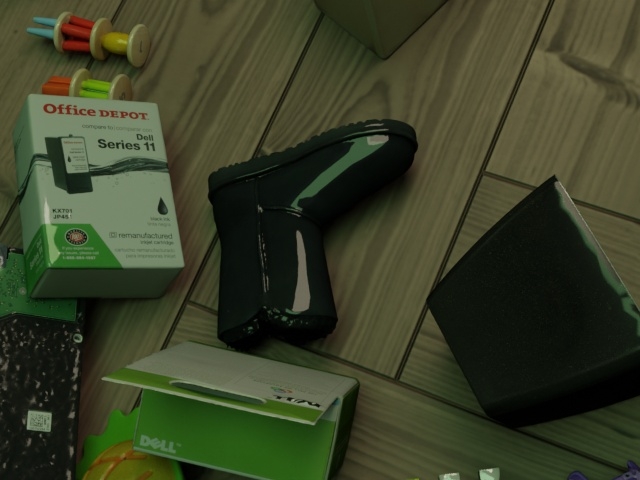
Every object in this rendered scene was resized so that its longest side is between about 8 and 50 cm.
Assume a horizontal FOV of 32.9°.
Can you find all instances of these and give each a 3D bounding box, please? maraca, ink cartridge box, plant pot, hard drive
[{"bbox_3d":[-0.193,0.248,1.082,0.127,0.099,0.185,-42,45,6],"label":"maraca"},{"bbox_3d":[-0.079,0.166,0.984,0.189,0.255,0.097,11,93,9],"label":"ink cartridge box"},{"bbox_3d":[0.212,0.079,1.029,0.167,0.188,0.187,-31,67,12],"label":"plant pot"},{"bbox_3d":[-0.243,-0.048,1.171,0.153,0.087,0.208,0,64,-29],"label":"ink cartridge box"},{"bbox_3d":[-0.361,0.160,1.079,0.237,0.064,0.339,11,59,-26],"label":"hard drive"}]

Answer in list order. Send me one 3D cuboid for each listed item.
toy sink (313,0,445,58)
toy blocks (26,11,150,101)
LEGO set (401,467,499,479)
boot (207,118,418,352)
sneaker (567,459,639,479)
[{"bbox_3d":[0.062,-0.339,1.179,0.153,0.234,0.131,-45,68,-7],"label":"toy sink"},{"bbox_3d":[-0.292,-0.214,1.297,0.148,0.054,0.123,12,72,15],"label":"toy blocks"},{"bbox_3d":[0.061,0.281,1.027,0.227,0.087,0.093,-8,71,1],"label":"LEGO set"},{"bbox_3d":[0.000,0.000,1.135,0.246,0.094,0.207,-16,63,12],"label":"boot"},{"bbox_3d":[0.309,0.240,1.002,0.170,0.068,0.071,2,64,12],"label":"sneaker"}]
